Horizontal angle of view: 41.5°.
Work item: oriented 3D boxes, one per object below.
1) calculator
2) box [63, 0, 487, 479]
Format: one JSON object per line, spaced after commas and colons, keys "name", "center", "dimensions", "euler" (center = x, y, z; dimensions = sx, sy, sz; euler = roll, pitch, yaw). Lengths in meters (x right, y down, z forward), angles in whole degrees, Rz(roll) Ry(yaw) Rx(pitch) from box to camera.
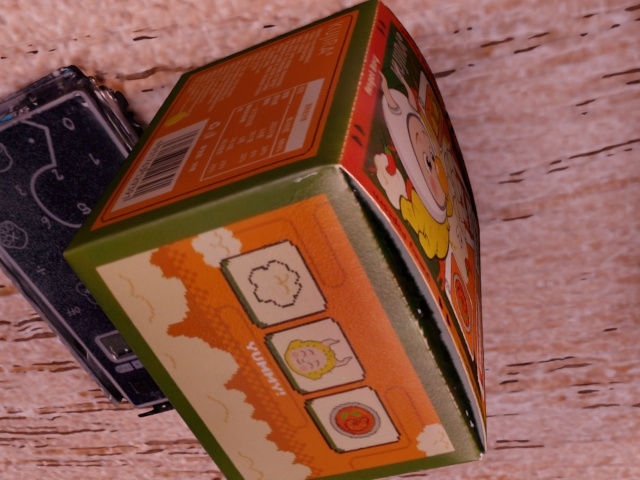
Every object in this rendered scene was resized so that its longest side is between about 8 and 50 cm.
{"name": "calculator", "center": [-0.147, 0.018, 0.596], "dimensions": [0.166, 0.028, 0.274], "euler": [-20, 120, 22]}
{"name": "box", "center": [0.000, 0.000, 0.457], "dimensions": [0.148, 0.195, 0.177], "euler": [-18, 119, 20]}
